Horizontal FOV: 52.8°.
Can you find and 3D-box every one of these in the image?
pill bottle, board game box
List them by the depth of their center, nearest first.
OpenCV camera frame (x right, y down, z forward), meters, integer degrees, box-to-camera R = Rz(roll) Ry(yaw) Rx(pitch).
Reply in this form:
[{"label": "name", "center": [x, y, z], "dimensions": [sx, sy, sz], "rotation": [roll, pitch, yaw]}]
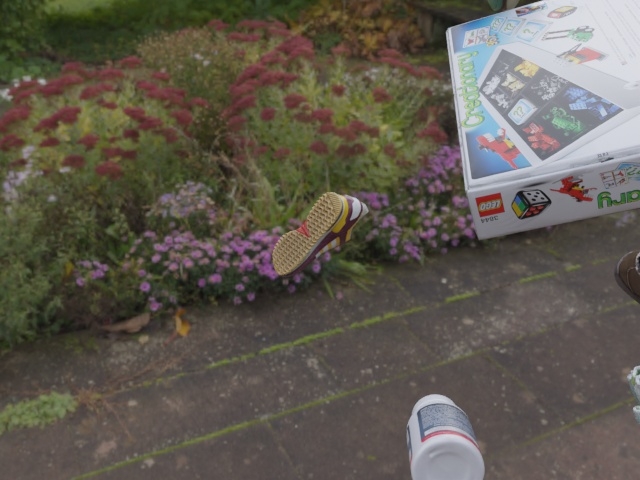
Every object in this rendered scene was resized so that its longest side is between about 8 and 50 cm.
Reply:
[{"label": "board game box", "center": [0.212, -0.130, 0.547], "dimensions": [0.193, 0.053, 0.305], "rotation": [-12, 36, 17]}, {"label": "pill bottle", "center": [0.192, 0.318, 1.020], "dimensions": [0.108, 0.108, 0.180], "rotation": [4, 12, 3]}]

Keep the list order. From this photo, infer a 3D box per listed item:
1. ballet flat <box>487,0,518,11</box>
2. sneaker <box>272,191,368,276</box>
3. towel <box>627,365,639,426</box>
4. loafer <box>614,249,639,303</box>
[{"label": "ballet flat", "center": [0.268, -0.451, 0.935], "dimensions": [0.139, 0.139, 0.400], "rotation": [17, 4, 25]}, {"label": "sneaker", "center": [0.000, 0.000, 1.029], "dimensions": [0.084, 0.185, 0.069], "rotation": [10, 48, -43]}, {"label": "towel", "center": [0.626, 0.260, 0.860], "dimensions": [0.320, 0.374, 0.090], "rotation": [-26, 27, 23]}, {"label": "loafer", "center": [0.787, 0.148, 1.355], "dimensions": [0.366, 0.130, 0.134], "rotation": [39, 87, 26]}]
